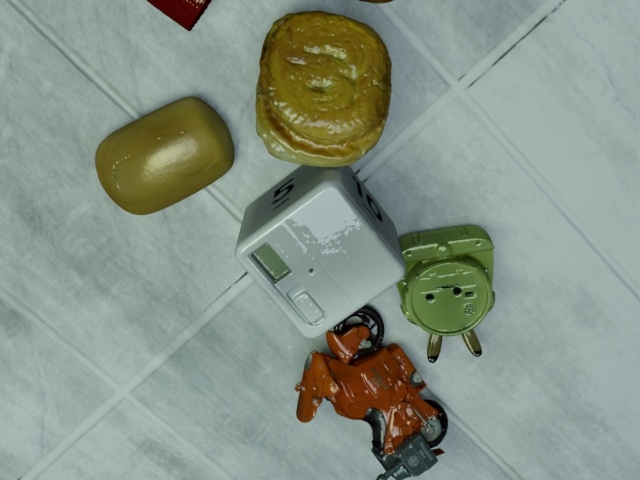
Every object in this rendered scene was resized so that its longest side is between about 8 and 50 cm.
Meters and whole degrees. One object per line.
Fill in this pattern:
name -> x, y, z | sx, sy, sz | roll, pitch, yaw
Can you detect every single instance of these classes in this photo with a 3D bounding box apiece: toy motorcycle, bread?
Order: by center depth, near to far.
bread -> 0.006, -0.225, 1.157 | 0.198, 0.120, 0.236 | 7, 81, -6
bread -> -0.245, -0.127, 1.241 | 0.217, 0.098, 0.147 | -28, 112, 12
toy motorcycle -> 0.081, 0.288, 1.384 | 0.221, 0.148, 0.326 | -37, 102, -10

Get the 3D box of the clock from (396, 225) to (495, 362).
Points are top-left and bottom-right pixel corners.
clock -> 0.216, 0.095, 1.342 | 0.170, 0.069, 0.232 | -10, 111, 3

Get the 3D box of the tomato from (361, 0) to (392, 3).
tomato -> 0.075, -0.472, 1.025 | 0.239, 0.303, 0.304 | -35, 108, -5

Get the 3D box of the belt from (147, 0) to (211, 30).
belt -> -0.179, -0.411, 1.112 | 0.124, 0.128, 0.201 | 34, 109, -13

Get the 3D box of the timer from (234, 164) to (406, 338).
timer -> 0.000, 0.000, 1.237 | 0.194, 0.195, 0.192 | -35, 107, 14
